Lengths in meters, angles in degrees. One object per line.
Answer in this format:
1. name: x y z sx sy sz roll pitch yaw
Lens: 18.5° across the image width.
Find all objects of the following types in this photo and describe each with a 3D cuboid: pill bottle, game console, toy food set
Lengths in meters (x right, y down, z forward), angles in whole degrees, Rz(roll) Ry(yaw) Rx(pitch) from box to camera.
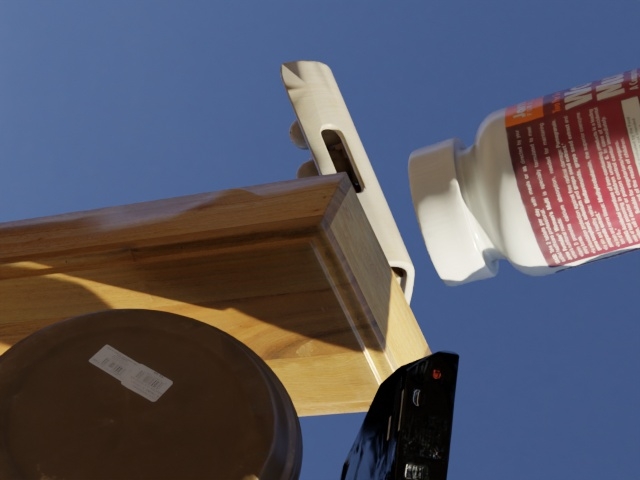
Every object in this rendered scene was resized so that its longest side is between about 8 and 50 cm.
1. pill bottle: 0.180 -0.045 1.349 0.221 0.121 0.121 -16 -115 15
2. game console: 0.038 0.263 1.390 0.213 0.044 0.361 116 -15 -61
3. toy food set: 0.000 0.000 1.866 0.306 0.092 0.220 96 -25 -62

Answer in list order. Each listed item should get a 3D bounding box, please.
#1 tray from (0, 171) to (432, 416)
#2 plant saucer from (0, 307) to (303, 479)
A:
1. tray: -0.130 0.067 1.715 0.411 0.203 0.076 -8 -145 28
2. plant saucer: -0.152 0.152 1.529 0.041 0.278 0.278 92 -27 -46
